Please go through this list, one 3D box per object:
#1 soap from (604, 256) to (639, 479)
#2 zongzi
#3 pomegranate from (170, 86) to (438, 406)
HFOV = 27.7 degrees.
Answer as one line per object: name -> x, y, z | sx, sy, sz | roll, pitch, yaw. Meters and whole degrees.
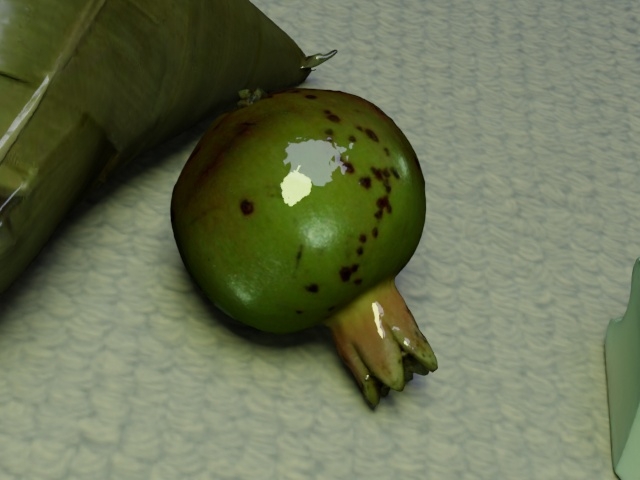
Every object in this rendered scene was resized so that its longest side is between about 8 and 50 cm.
soap -> 0.305, 0.080, 0.840 | 0.290, 0.095, 0.173 | -12, 50, -31
zongzi -> -0.152, -0.038, 0.787 | 0.418, 0.181, 0.447 | 27, 52, -38
pomegranate -> 0.000, 0.000, 0.786 | 0.159, 0.159, 0.205 | -27, 84, -40
